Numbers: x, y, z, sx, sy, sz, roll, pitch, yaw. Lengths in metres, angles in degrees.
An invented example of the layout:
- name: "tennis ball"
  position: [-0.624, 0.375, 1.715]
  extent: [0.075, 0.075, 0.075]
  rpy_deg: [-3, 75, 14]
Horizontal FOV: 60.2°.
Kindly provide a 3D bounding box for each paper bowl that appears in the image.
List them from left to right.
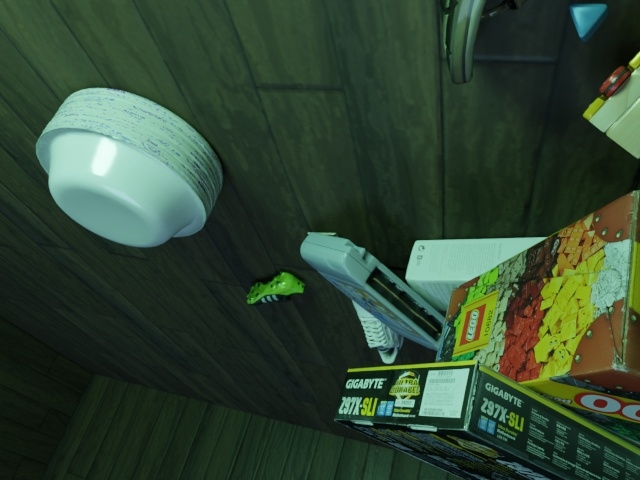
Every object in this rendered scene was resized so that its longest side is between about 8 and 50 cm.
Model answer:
- name: "paper bowl"
  position: [-0.314, -0.096, 0.896]
  extent: [0.284, 0.148, 0.284]
  rpy_deg: [14, 150, 8]

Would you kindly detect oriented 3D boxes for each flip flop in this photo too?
- name: "flip flop"
  position: [0.148, -0.239, 0.440]
  extent: [0.080, 0.112, 0.277]
  rpy_deg: [2, 145, -1]

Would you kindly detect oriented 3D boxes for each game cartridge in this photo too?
- name: "game cartridge"
  position: [0.103, 0.095, 0.975]
  extent: [0.297, 0.062, 0.198]
  rpy_deg: [40, 165, -23]

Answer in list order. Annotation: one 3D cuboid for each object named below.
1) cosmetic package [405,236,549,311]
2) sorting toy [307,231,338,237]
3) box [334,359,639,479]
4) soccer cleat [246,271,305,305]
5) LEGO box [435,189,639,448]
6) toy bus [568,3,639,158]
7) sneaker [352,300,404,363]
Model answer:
- name: "cosmetic package"
  position: [0.271, 0.060, 0.896]
  extent: [0.231, 0.085, 0.117]
  rpy_deg: [-1, 147, 34]
- name: "sorting toy"
  position: [0.000, 0.000, 1.020]
  extent: [0.083, 0.012, 0.062]
  rpy_deg: [2, 148, 25]
- name: "box"
  position: [0.214, 0.250, 0.682]
  extent: [0.322, 0.079, 0.257]
  rpy_deg: [29, 152, -18]
- name: "soccer cleat"
  position: [-0.105, 0.119, 1.243]
  extent: [0.072, 0.060, 0.179]
  rpy_deg: [31, 146, -26]
- name: "LEGO box"
  position: [0.452, 0.182, 0.688]
  extent: [0.500, 0.193, 0.372]
  rpy_deg: [22, 155, -6]
- name: "toy bus"
  position: [0.328, -0.151, 0.469]
  extent: [0.202, 0.191, 0.104]
  rpy_deg: [0, -170, 31]
- name: "sneaker"
  position: [0.125, 0.176, 1.172]
  extent: [0.090, 0.095, 0.235]
  rpy_deg: [0, 145, 32]
